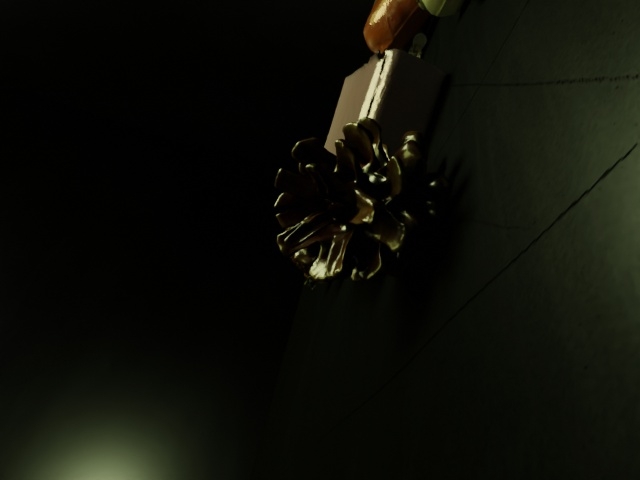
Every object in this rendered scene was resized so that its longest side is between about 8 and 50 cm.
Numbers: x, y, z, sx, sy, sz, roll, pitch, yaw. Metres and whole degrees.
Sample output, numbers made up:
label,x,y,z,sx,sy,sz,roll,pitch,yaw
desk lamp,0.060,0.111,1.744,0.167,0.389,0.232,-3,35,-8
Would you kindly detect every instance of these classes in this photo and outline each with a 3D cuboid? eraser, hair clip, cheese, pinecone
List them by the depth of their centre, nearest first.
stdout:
label,x,y,z,sx,sy,sz,roll,pitch,yaw
pinecone,0.045,-0.048,0.568,0.229,0.201,0.203,-154,66,-62
cheese,0.219,-0.445,0.768,0.286,0.082,0.163,-77,5,-53
eraser,0.075,-0.134,0.856,0.272,0.122,0.359,-151,80,-76
hair clip,0.210,-0.408,1.154,0.226,0.034,0.072,114,172,-70

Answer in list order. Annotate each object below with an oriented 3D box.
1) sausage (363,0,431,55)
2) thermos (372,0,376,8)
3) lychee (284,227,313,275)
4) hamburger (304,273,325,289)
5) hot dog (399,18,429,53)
label,x,y,z,sx,sy,sz,roll,pitch,yaw
sausage,0.196,-0.541,1.053,0.258,0.133,0.133,-47,15,29
thermos,0.269,-0.800,1.501,0.286,0.144,0.182,141,115,-83
lychee,0.000,0.005,1.244,0.194,0.194,0.194,-162,90,-87
hamburger,0.006,0.065,1.506,0.164,0.093,0.190,-79,6,-52
hot dog,0.239,-0.567,1.193,0.115,0.072,0.269,-85,11,-74
